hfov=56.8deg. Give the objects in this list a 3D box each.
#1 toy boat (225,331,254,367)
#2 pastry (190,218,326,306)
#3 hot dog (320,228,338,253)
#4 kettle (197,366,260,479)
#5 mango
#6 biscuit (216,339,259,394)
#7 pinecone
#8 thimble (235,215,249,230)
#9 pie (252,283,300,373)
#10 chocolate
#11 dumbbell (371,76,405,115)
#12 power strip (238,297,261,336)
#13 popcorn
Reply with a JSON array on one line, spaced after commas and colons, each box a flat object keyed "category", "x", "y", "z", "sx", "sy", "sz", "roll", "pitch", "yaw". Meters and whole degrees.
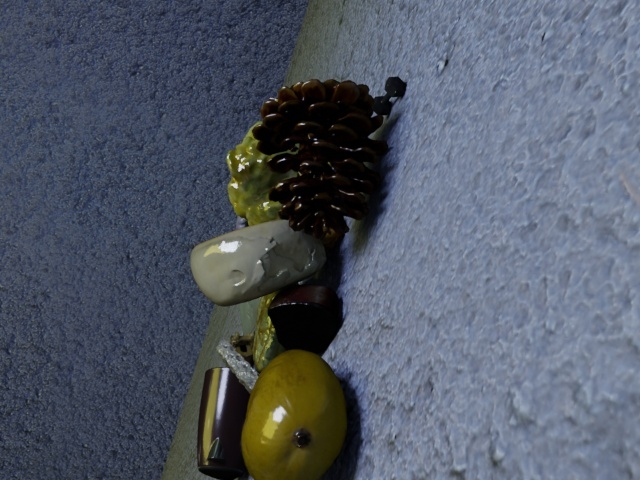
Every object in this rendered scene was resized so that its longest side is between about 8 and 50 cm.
[{"category": "toy boat", "x": -0.234, "y": 0.355, "z": 1.674, "sx": 0.088, "sy": 0.068, "sz": 0.226, "roll": -121, "pitch": 41, "yaw": -55}, {"category": "pastry", "x": -0.116, "y": 0.038, "z": 1.126, "sx": 0.133, "sy": 0.265, "sz": 0.265, "roll": 70, "pitch": 161, "yaw": 4}, {"category": "hot dog", "x": 0.000, "y": 0.000, "z": 1.222, "sx": 0.188, "sy": 0.055, "sz": 0.072, "roll": 130, "pitch": 155, "yaw": -55}, {"category": "kettle", "x": -0.218, "y": 0.437, "z": 1.389, "sx": 0.202, "sy": 0.144, "sz": 0.232, "roll": 91, "pitch": -175, "yaw": -60}, {"category": "mango", "x": -0.047, "y": 0.260, "z": 0.906, "sx": 0.331, "sy": 0.142, "sz": 0.195, "roll": -159, "pitch": 92, "yaw": -79}, {"category": "biscuit", "x": -0.142, "y": 0.305, "z": 1.257, "sx": 0.038, "sy": 0.141, "sz": 0.290, "roll": -38, "pitch": 32, "yaw": -16}, {"category": "pinecone", "x": -0.004, "y": -0.138, "z": 1.037, "sx": 0.246, "sy": 0.246, "sz": 0.292, "roll": 129, "pitch": 147, "yaw": -57}, {"category": "thimble", "x": -0.152, "y": -0.064, "z": 1.537, "sx": 0.118, "sy": 0.127, "sz": 0.151, "roll": -90, "pitch": 18, "yaw": -44}, {"category": "pie", "x": -0.093, "y": 0.176, "z": 1.301, "sx": 0.201, "sy": 0.090, "sz": 0.248, "roll": 133, "pitch": 149, "yaw": -64}, {"category": "chocolate", "x": -0.030, "y": 0.135, "z": 1.072, "sx": 0.080, "sy": 0.125, "sz": 0.148, "roll": -63, "pitch": -3, "yaw": -50}, {"category": "dumbbell", "x": 0.125, "y": -0.267, "z": 1.097, "sx": 0.036, "sy": 0.040, "sz": 0.083, "roll": -45, "pitch": -2, "yaw": -31}, {"category": "power strip", "x": -0.181, "y": 0.165, "z": 1.707, "sx": 0.198, "sy": 0.064, "sz": 0.213, "roll": -54, "pitch": 43, "yaw": 49}, {"category": "popcorn", "x": -0.084, "y": -0.142, "z": 1.338, "sx": 0.237, "sy": 0.293, "sz": 0.293, "roll": -56, "pitch": -11, "yaw": -70}]
